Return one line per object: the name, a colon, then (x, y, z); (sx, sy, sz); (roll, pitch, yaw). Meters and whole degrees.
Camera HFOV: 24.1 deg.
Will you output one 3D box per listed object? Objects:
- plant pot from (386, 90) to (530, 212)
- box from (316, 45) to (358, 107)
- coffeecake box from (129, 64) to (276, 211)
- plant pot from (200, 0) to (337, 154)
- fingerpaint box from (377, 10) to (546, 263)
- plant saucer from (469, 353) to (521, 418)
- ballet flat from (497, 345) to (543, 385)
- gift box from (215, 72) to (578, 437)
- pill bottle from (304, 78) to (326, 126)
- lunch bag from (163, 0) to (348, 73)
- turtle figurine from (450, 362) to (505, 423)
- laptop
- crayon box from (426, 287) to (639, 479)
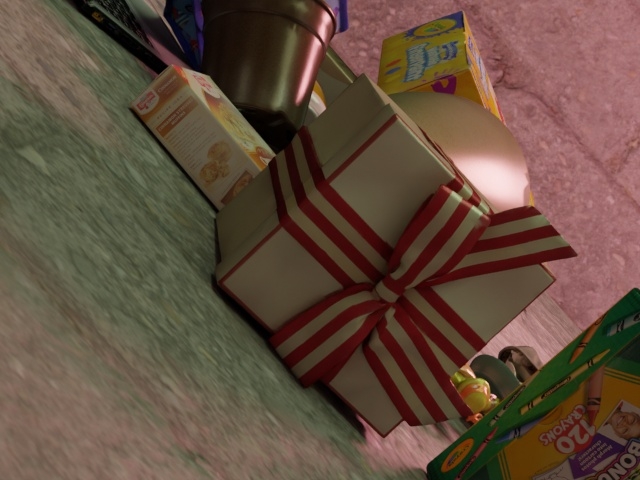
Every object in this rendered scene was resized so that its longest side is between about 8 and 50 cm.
plant pot: (0.092, -0.069, 1.746); (0.256, 0.256, 0.274); (51, 12, 16)
box: (-0.017, -0.264, 2.498); (0.311, 0.121, 0.148); (49, 10, 6)
coffeecake box: (-0.105, -0.096, 1.625); (0.185, 0.068, 0.142); (49, 10, 7)
plant pot: (-0.075, -0.200, 1.783); (0.167, 0.167, 0.165); (38, 54, -46)
fingerpaint box: (0.227, -0.141, 2.445); (0.445, 0.163, 0.371); (-80, 149, -69)
plant saucer: (0.209, 0.199, 1.830); (0.119, 0.021, 0.119); (37, -44, 46)
ballet flat: (0.332, 0.238, 2.289); (0.068, 0.072, 0.213); (9, 30, -30)
gift box: (0.073, 0.016, 1.434); (0.276, 0.255, 0.258); (39, 10, -14)
pill bottle: (-0.049, -0.160, 1.966); (0.119, 0.119, 0.208); (46, 9, -14)
lunch bag: (-0.080, -0.347, 1.911); (0.138, 0.221, 0.293); (62, -12, 16)
turtle figurine: (0.150, 0.151, 1.729); (0.269, 0.087, 0.217); (32, 9, -31)
laptop: (-0.242, -0.438, 1.863); (0.408, 0.236, 0.382); (37, 15, -48)
crayon box: (0.262, 0.201, 1.457); (0.165, 0.278, 0.081); (44, 9, -20)
